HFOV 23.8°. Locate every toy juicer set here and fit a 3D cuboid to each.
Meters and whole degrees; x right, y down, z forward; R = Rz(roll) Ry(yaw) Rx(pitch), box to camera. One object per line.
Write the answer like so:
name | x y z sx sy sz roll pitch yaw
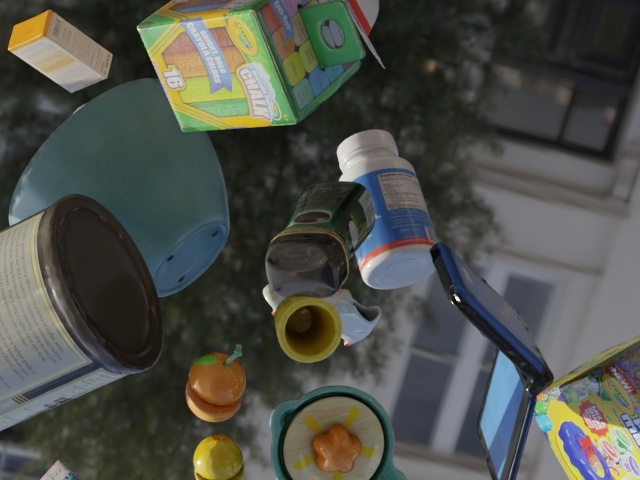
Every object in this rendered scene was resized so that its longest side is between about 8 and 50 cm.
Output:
toy juicer set | -0.020 0.235 1.598 0.209 0.329 0.089 -29 -163 -8

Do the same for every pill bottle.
pill bottle | 0.094 -0.049 2.272 0.124 0.124 0.221 3 -123 -33

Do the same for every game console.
game console | 0.201 0.168 2.039 0.250 0.173 0.293 43 -172 -10

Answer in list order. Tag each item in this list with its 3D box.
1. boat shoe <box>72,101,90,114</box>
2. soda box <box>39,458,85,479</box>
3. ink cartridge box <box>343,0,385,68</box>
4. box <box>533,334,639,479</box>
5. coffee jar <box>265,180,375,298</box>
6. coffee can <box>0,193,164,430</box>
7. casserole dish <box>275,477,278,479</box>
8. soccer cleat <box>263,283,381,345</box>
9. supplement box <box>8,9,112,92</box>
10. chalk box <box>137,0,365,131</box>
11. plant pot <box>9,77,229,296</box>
boat shoe | -0.354 -0.128 2.571 0.079 0.227 0.081 -30 -167 -27
soda box | -0.316 0.386 2.123 0.183 0.058 0.063 47 169 -33
ink cartridge box | 0.033 -0.300 1.715 0.145 0.045 0.179 56 -176 -46
box | 0.490 0.290 2.186 0.177 0.290 0.279 -27 174 -26
coffee jar | 0.000 0.000 1.792 0.096 0.079 0.184 -3 -155 19
coffee can | -0.338 0.096 1.635 0.275 0.202 0.201 -24 -171 18
casserole dish | -0.006 0.271 1.804 0.114 0.188 0.037 -14 -135 -38
soccer cleat | 0.002 0.091 2.170 0.196 0.076 0.068 24 -149 -38
supplement box | -0.291 -0.212 1.702 0.062 0.036 0.098 -15 144 37
chalk box | -0.055 -0.202 1.569 0.213 0.132 0.132 -1 -149 40
plant pot | -0.233 -0.040 1.994 0.195 0.290 0.290 44 -152 20
